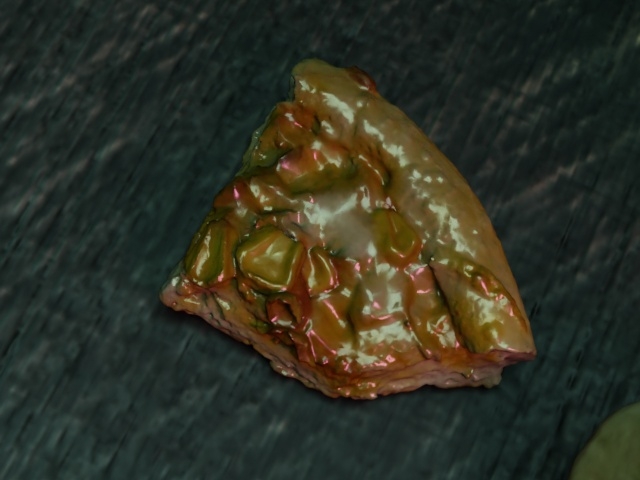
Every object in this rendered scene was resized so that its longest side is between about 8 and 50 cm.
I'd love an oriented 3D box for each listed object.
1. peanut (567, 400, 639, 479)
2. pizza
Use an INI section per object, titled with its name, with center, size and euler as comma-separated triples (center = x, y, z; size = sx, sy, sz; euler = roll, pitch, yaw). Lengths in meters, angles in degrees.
[peanut]
center = 0.231, 0.140, 0.604
size = 0.253, 0.137, 0.122
euler = 19, 69, -2
[pizza]
center = 0.000, 0.000, 0.671
size = 0.161, 0.062, 0.182
euler = -19, 73, -9
